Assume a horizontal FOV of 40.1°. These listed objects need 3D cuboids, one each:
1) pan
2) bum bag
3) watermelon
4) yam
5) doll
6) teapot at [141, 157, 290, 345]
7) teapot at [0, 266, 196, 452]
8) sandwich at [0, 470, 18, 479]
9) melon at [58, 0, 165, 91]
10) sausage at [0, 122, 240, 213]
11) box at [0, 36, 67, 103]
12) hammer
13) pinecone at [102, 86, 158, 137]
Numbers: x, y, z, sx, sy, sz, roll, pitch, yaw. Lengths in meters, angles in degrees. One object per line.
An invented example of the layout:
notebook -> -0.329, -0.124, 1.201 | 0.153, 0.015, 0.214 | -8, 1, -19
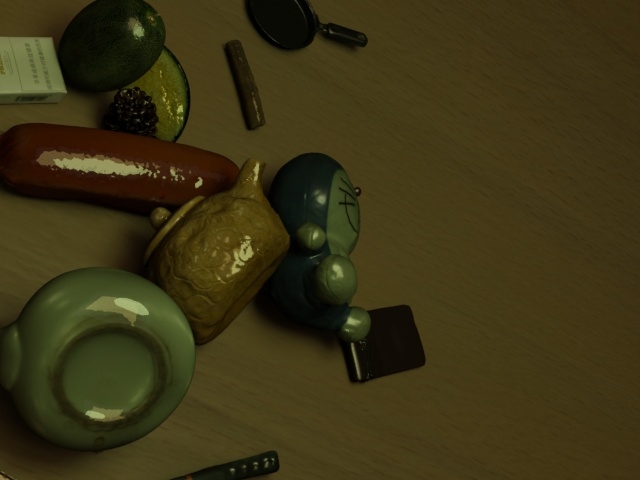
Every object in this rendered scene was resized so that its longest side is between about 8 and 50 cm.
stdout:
pan -> -0.022, -0.368, 1.489 | 0.235, 0.028, 0.136 | 13, 64, -29
bum bag -> 0.098, 0.157, 1.364 | 0.159, 0.026, 0.109 | -6, 75, -39
watermelon -> -0.238, -0.230, 1.264 | 0.181, 0.092, 0.075 | 53, 5, -4
yam -> -0.116, -0.242, 1.363 | 0.032, 0.032, 0.145 | -9, 76, -39
doll -> 0.000, 0.000, 1.267 | 0.228, 0.154, 0.258 | 61, 32, -58
teapot -> -0.161, 0.026, 1.122 | 0.167, 0.203, 0.311 | 39, 85, 4
teapot -> -0.296, 0.107, 0.963 | 0.318, 0.149, 0.220 | 32, 88, -25
sandwich -> -0.391, 0.268, 0.920 | 0.193, 0.058, 0.162 | -22, 85, -39
melon -> -0.274, -0.263, 1.161 | 0.114, 0.167, 0.114 | 35, 44, -41
sausage -> -0.249, -0.090, 1.156 | 0.348, 0.094, 0.097 | 10, 60, -34
box -> -0.411, -0.218, 1.121 | 0.154, 0.040, 0.084 | -10, 79, -39
hammer -> -0.157, 0.295, 1.072 | 0.287, 0.111, 0.033 | 0, 74, -46
pinecone -> -0.255, -0.170, 1.193 | 0.077, 0.083, 0.077 | 17, 43, -16
